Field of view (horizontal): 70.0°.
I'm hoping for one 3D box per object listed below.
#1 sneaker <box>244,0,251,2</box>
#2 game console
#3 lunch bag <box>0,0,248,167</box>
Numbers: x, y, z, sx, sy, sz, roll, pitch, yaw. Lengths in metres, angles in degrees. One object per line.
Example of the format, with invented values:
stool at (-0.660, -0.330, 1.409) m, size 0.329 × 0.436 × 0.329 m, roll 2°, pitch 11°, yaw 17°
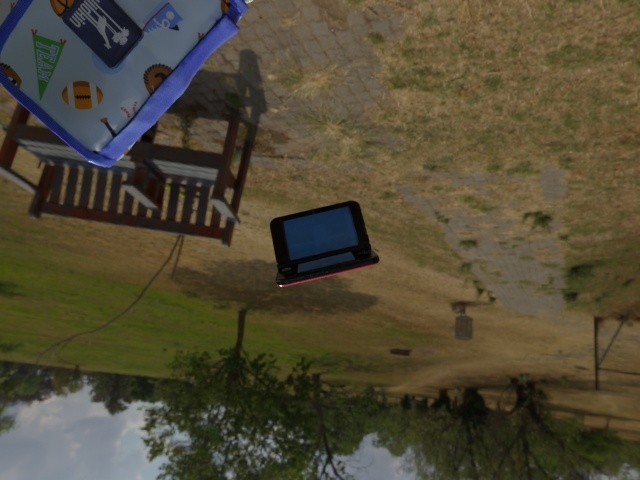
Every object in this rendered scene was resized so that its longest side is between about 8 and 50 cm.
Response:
sneaker at (-0.266, -0.638, 1.152) m, size 0.231 × 0.115 × 0.091 m, roll -2°, pitch 133°, yaw 5°
game console at (0.000, 0.000, 0.654) m, size 0.143 × 0.085 × 0.124 m, roll -13°, pitch -172°, yaw 0°
lunch bag at (-0.324, -0.346, 0.693) m, size 0.386 × 0.328 × 0.239 m, roll 50°, pitch -170°, yaw 21°
